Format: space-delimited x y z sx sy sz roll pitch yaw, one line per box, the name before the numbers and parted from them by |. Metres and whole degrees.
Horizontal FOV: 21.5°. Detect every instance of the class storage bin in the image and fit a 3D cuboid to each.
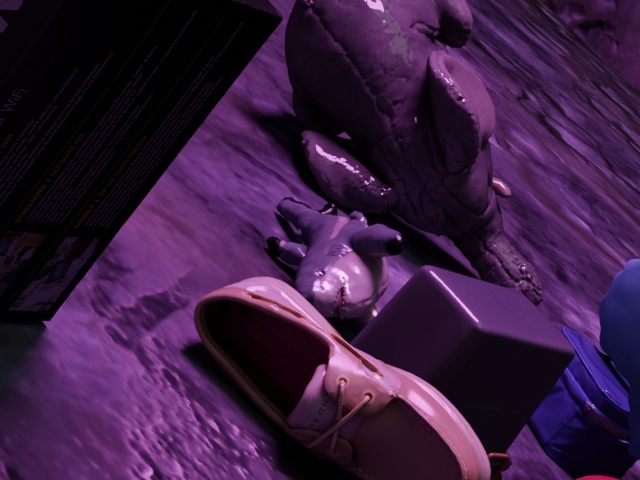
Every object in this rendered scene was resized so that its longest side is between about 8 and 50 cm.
storage bin | 0.076 0.074 0.910 0.135 0.091 0.098 15 28 -52

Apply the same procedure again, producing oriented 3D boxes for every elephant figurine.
elephant figurine | 0.071 -0.078 1.238 0.186 0.169 0.239 -4 53 -24

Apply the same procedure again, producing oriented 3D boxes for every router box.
router box | -0.112 -0.046 0.677 0.046 0.179 0.133 47 19 23

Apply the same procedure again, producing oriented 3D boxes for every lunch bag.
lunch bag | 0.175 0.105 1.078 0.067 0.065 0.098 27 19 -31

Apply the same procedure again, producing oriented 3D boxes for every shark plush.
shark plush | 0.000 0.000 1.026 0.067 0.073 0.161 -1 35 -16

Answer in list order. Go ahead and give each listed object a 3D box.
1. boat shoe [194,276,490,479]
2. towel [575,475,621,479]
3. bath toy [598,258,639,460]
boat shoe | 0.004 0.078 0.811 0.170 0.063 0.059 35 16 26
towel | 0.264 0.246 0.948 0.199 0.031 0.275 24 21 -37
bath toy | 0.277 0.085 1.072 0.129 0.151 0.348 33 7 27
